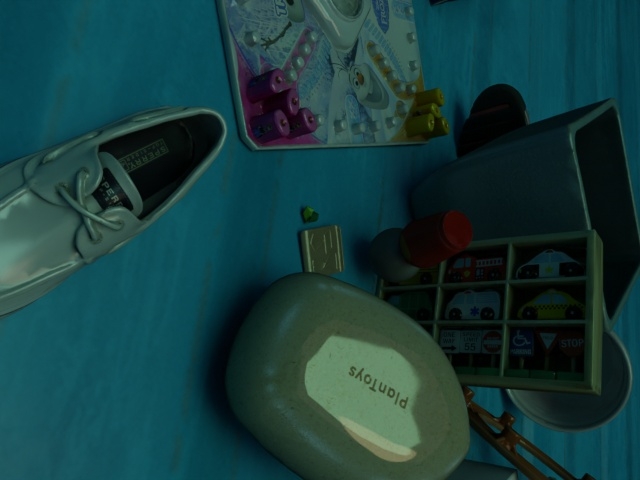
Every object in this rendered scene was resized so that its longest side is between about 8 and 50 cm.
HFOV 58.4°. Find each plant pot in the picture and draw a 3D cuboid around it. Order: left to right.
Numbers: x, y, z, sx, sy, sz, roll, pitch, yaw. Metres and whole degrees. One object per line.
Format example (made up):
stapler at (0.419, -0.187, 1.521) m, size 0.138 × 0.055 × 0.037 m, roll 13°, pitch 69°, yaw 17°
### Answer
plant pot at (0.278, -0.033, 0.804) m, size 0.247 × 0.252 × 0.247 m, roll -28°, pitch 106°, yaw -47°

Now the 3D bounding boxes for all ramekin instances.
ramekin at (0.425, 0.212, 0.988) m, size 0.109 × 0.207 × 0.207 m, roll -5°, pitch 88°, yaw -59°

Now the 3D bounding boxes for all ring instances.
ring at (0.303, 0.295, 0.751) m, size 0.336 × 0.336 × 0.032 m, roll 35°, pitch 92°, yaw -41°

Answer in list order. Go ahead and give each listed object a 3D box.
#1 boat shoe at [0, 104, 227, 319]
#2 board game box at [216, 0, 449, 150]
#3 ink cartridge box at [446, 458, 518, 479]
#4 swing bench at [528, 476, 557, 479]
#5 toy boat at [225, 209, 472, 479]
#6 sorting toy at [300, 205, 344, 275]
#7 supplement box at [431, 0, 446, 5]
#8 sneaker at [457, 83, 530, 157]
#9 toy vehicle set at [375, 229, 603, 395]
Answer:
boat shoe at (-0.167, -0.035, 0.411) m, size 0.258 × 0.084 × 0.095 m, roll -53°, pitch 124°, yaw -40°
board game box at (0.029, -0.313, 0.706) m, size 0.390 × 0.050 × 0.390 m, roll -13°, pitch 95°, yaw -50°
ink cartridge box at (0.125, 0.382, 0.631) m, size 0.171 × 0.168 × 0.233 m, roll -11°, pitch 93°, yaw -49°
swing bench at (0.430, 0.527, 0.878) m, size 0.165 × 0.253 × 0.255 m, roll 91°, pitch 15°, yaw -62°
toy boat at (0.057, 0.103, 0.603) m, size 0.267 × 0.148 × 0.318 m, roll 39°, pitch 60°, yaw -14°
sorting toy at (0.000, 0.000, 0.657) m, size 0.062 × 0.012 × 0.083 m, roll -11°, pitch 96°, yaw -45°
supplement box at (0.252, -0.586, 0.895) m, size 0.194 × 0.195 × 0.357 m, roll -33°, pitch 110°, yaw -47°
sneaker at (0.319, -0.114, 0.995) m, size 0.136 × 0.115 × 0.314 m, roll -38°, pitch 121°, yaw -56°
toy vehicle set at (0.180, 0.083, 0.662) m, size 0.035 × 0.266 × 0.166 m, roll 30°, pitch 62°, yaw -45°
